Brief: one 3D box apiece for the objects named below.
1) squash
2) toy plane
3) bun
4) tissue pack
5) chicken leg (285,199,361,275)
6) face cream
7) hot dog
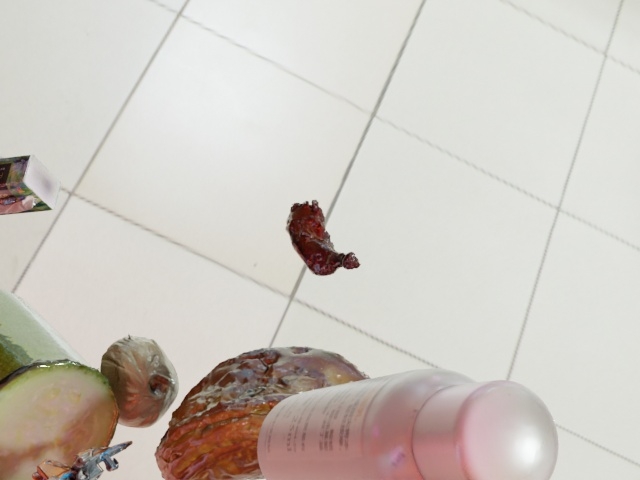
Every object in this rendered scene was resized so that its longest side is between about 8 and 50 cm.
[{"bbox_3d":[-0.550,0.261,1.538,0.263,0.384,0.263,-14,114,-34],"label":"squash"},{"bbox_3d":[-0.349,0.347,1.318,0.188,0.135,0.062,-5,49,-49],"label":"toy plane"},{"bbox_3d":[-0.330,0.263,1.621,0.173,0.113,0.167,50,55,-41],"label":"bun"},{"bbox_3d":[-0.466,-0.073,1.314,0.111,0.085,0.079,-4,60,18],"label":"tissue pack"},{"bbox_3d":[-0.001,0.005,1.212,0.053,0.093,0.205,-6,35,-30],"label":"chicken leg"},{"bbox_3d":[0.038,0.120,0.510,0.081,0.269,0.082,5,76,-20],"label":"face cream"},{"bbox_3d":[-0.087,0.290,1.435,0.387,0.267,0.174,-14,108,4],"label":"hot dog"}]
